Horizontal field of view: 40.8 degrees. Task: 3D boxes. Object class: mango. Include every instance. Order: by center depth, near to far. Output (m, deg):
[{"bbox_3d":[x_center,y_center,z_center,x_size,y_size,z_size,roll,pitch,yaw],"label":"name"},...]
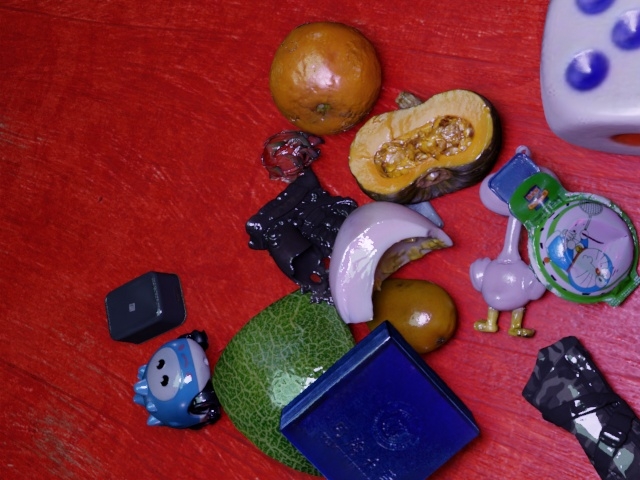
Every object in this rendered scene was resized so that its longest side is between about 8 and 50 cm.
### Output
[{"bbox_3d":[0.171,0.151,1.728,0.221,0.120,0.151,2,70,42],"label":"mango"}]

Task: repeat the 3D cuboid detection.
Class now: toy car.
[{"bbox_3d":[-0.331,0.332,1.957,0.255,0.190,0.188,113,143,-58],"label":"toy car"}]

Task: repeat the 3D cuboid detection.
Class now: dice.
[{"bbox_3d":[0.566,-0.313,1.457,0.304,0.277,0.304,5,85,37],"label":"dice"}]

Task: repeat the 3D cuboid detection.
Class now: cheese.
[{"bbox_3d":[0.439,-0.018,1.543,0.204,0.083,0.320,-43,87,-7],"label":"cheese"}]

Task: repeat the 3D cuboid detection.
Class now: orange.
[{"bbox_3d":[0.010,-0.351,1.859,0.246,0.246,0.246,-7,77,33],"label":"orange"}]

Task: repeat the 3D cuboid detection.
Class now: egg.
[{"bbox_3d":[0.103,0.015,1.708,0.271,0.161,0.206,-36,18,-10],"label":"egg"}]

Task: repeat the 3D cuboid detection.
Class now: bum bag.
[{"bbox_3d":[0.487,0.323,1.499,0.144,0.095,0.340,-40,62,5],"label":"bum bag"}]

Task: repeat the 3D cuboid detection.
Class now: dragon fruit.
[{"bbox_3d":[-0.068,-0.193,1.955,0.142,0.121,0.130,-38,68,26],"label":"dragon fruit"}]

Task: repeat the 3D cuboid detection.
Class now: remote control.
[{"bbox_3d":[0.210,-0.063,1.803,0.053,0.018,0.124,-42,61,19],"label":"remote control"}]

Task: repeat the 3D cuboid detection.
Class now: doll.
[{"bbox_3d":[0.367,-0.002,1.640,0.160,0.094,0.365,7,85,37],"label":"doll"}]

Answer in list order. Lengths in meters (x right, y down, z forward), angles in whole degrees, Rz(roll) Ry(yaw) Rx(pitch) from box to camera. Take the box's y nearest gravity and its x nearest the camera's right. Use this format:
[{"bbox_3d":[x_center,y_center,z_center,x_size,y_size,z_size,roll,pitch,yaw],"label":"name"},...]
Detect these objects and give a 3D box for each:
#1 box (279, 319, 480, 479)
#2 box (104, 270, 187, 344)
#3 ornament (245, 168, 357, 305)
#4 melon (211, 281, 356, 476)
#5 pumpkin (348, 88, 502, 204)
[{"bbox_3d":[0.109,0.344,1.631,0.279,0.116,0.261,-42,100,9],"label":"box"},{"bbox_3d":[-0.444,0.168,2.158,0.201,0.090,0.144,-24,68,29],"label":"box"},{"bbox_3d":[0.000,0.000,1.850,0.260,0.106,0.251,35,62,20],"label":"ornament"},{"bbox_3d":[-0.027,0.313,1.797,0.331,0.226,0.343,-37,50,-6],"label":"melon"},{"bbox_3d":[0.213,-0.205,1.747,0.317,0.139,0.221,-21,69,27],"label":"pumpkin"}]
